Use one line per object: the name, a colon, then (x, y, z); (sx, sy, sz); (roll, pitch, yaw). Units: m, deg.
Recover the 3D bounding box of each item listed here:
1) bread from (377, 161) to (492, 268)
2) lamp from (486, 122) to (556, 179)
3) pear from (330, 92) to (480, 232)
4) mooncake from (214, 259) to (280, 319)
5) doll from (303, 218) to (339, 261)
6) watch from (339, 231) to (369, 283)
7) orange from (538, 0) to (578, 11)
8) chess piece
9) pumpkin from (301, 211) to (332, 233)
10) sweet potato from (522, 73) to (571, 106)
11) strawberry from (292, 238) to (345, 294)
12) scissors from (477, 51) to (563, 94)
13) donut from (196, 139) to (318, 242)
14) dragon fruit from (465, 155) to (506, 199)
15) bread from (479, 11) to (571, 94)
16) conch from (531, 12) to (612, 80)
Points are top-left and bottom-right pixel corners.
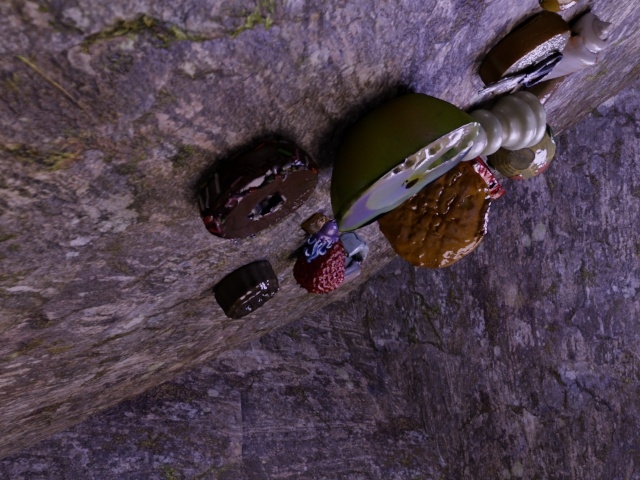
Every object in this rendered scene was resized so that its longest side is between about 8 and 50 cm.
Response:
bread: (0.403, -0.100, 1.734); (0.398, 0.398, 0.215); (-36, 179, 14)
lamp: (0.745, -0.364, 1.853); (0.250, 0.250, 0.284); (-41, -163, 34)
pear: (0.165, -0.202, 1.158); (0.398, 0.165, 0.399); (-31, 168, -8)
mooncake: (-0.245, 0.171, 1.684); (0.228, 0.124, 0.228); (-31, 166, -9)
doll: (0.000, 0.000, 1.714); (0.109, 0.067, 0.206); (14, 125, -36)
watch: (0.105, 0.062, 2.132); (0.253, 0.162, 0.241); (-25, 153, -43)
orange: (0.474, -0.498, 0.973); (0.095, 0.085, 0.085); (-27, 168, -1)
chess piece: (0.522, -0.340, 1.529); (0.330, 0.182, 0.182); (-21, 164, -23)
pumpkin: (-0.014, -0.061, 1.578); (0.101, 0.035, 0.073); (-34, 157, 21)
sweet potato: (0.704, -0.468, 1.636); (0.310, 0.098, 0.124); (-45, -176, 39)
strawberry: (0.012, 0.075, 1.850); (0.205, 0.205, 0.245); (-19, 139, -47)
scissors: (0.489, -0.401, 1.219); (0.299, 0.022, 0.109); (-24, 164, -26)
donut: (-0.125, -0.100, 0.992); (0.269, 0.103, 0.270); (-32, 166, -9)
dragon fruit: (0.551, -0.217, 1.922); (0.286, 0.228, 0.329); (-33, 170, 10)
bread: (0.509, -0.464, 1.229); (0.236, 0.070, 0.236); (-30, 168, -7)
conch: (0.700, -0.512, 1.377); (0.158, 0.127, 0.255); (-27, 167, -27)
